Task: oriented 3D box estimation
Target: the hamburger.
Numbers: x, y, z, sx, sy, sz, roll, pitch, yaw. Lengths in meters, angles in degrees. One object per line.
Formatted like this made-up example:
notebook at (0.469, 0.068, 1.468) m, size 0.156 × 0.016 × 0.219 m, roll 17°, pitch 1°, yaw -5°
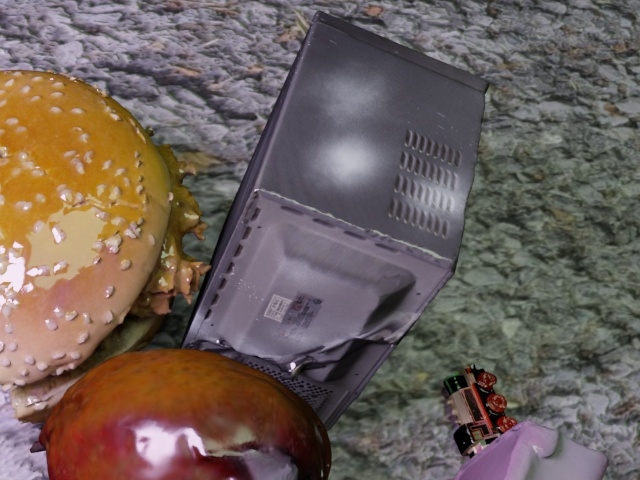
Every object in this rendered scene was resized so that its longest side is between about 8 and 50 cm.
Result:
hamburger at (-0.285, -0.025, 1.269) m, size 0.287 × 0.268 × 0.445 m, roll -8°, pitch 57°, yaw -10°

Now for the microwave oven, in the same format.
microwave oven at (0.000, 0.000, 1.292) m, size 0.236 × 0.432 × 0.374 m, roll 22°, pitch 52°, yaw -6°

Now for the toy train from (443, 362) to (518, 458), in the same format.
toy train at (0.223, 0.243, 1.457) m, size 0.087 × 0.050 × 0.137 m, roll -8°, pitch 59°, yaw -23°

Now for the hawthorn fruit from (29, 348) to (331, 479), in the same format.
hawthorn fruit at (-0.144, 0.259, 1.144) m, size 0.308 × 0.308 × 0.325 m, roll -33°, pitch 72°, yaw -36°

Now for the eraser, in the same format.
eraser at (0.173, 0.404, 1.177) m, size 0.122 × 0.272 × 0.359 m, roll 33°, pitch 51°, yaw 2°
